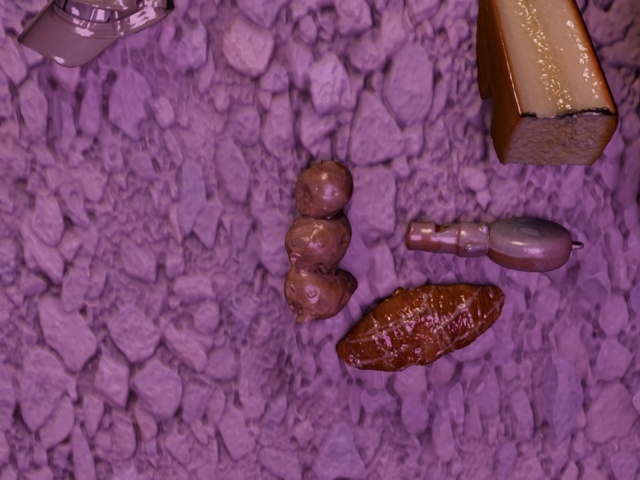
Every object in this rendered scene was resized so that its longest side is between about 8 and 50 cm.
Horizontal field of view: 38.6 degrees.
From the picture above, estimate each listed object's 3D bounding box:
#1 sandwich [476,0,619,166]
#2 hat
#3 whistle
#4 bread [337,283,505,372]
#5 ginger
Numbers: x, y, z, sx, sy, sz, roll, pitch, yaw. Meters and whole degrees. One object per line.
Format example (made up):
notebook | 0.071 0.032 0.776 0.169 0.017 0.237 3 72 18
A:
sandwich | 0.256 -0.209 1.078 0.122 0.128 0.235 -5 64 -4
hat | -0.263 -0.262 1.046 0.166 0.081 0.122 -36 146 21
whistle | 0.218 0.004 1.151 0.220 0.107 0.057 4 111 7
bread | 0.133 0.111 1.184 0.233 0.076 0.104 -20 109 -1
ginger | 0.000 0.000 1.136 0.104 0.080 0.204 -13 111 -35
